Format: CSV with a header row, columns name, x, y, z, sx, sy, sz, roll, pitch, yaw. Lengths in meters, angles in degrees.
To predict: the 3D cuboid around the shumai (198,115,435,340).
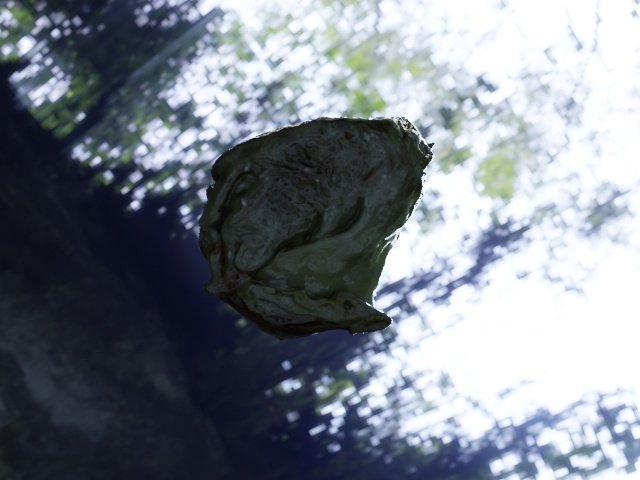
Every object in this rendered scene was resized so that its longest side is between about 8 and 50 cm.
name,x,y,z,sx,sy,sz,roll,pitch,yaw
shumai,0.004,-0.002,1.073,0.184,0.184,0.142,-5,-105,-48
